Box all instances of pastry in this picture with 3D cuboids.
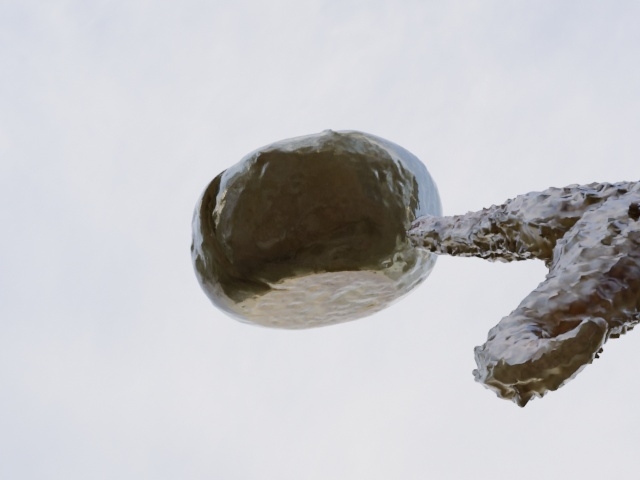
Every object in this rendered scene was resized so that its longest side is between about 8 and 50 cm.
[{"bbox_3d":[0.000,0.000,0.831,0.156,0.156,0.092,-10,-114,12],"label":"pastry"}]

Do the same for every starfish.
[{"bbox_3d":[0.158,0.001,0.545,0.299,0.302,0.060,-8,-77,-23],"label":"starfish"}]
